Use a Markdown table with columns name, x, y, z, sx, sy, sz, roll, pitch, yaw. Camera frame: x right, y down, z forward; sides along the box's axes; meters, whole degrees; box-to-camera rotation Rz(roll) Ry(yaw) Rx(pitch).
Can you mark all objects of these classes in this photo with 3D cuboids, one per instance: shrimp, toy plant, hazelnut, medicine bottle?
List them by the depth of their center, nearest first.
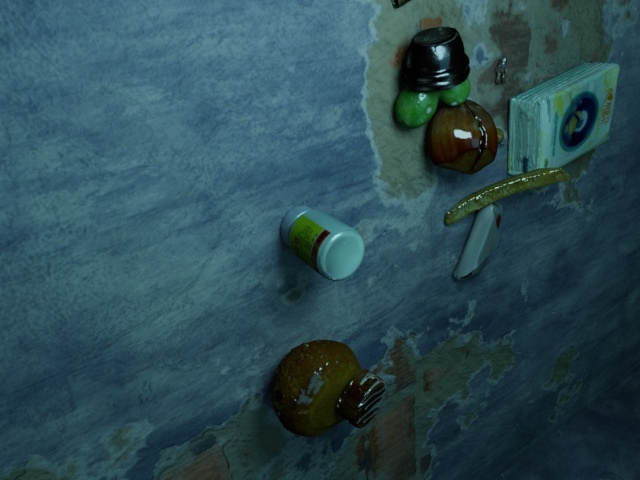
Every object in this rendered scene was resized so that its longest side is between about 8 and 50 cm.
| name | x | y | z | sx | sy | sz | roll | pitch | yaw |
| --- | --- | --- | --- | --- | --- | --- | --- | --- | --- |
| medicine bottle | 0.000 | 0.000 | 1.190 | 0.139 | 0.225 | 0.139 | -14 | 118 | -28 |
| toy plant | 0.298 | -0.425 | 1.241 | 0.217 | 0.175 | 0.235 | -19 | 132 | -5 |
| hazelnut | 0.416 | -0.305 | 1.362 | 0.212 | 0.181 | 0.181 | -4 | 132 | -21 |
| shrimp | 0.561 | -0.525 | 1.453 | 0.038 | 0.029 | 0.092 | -30 | 128 | -20 |

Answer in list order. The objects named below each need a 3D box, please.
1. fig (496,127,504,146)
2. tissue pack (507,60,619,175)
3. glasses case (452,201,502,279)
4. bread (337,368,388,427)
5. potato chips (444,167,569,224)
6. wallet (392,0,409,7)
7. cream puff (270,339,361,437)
| name | x | y | z | sx | sy | sz | roll | pitch | yaw |
| --- | --- | --- | --- | --- | --- | --- | --- | --- | --- |
| fig | 0.587 | -0.336 | 1.543 | 0.083 | 0.050 | 0.050 | 27 | 94 | -48 |
| tissue pack | 0.823 | -0.411 | 1.593 | 0.387 | 0.162 | 0.288 | -27 | 126 | -20 |
| glasses case | 0.578 | 0.004 | 1.660 | 0.128 | 0.083 | 0.308 | 6 | 107 | -34 |
| bread | 0.123 | 0.446 | 1.321 | 0.160 | 0.073 | 0.161 | -27 | 128 | -40 |
| potato chips | 0.597 | -0.159 | 1.544 | 0.406 | 0.080 | 0.057 | -22 | 119 | 13 |
| wallet | 0.249 | -0.685 | 1.177 | 0.198 | 0.031 | 0.110 | -38 | 125 | -14 |
| cream puff | -0.018 | 0.421 | 1.376 | 0.303 | 0.212 | 0.303 | -20 | 122 | -36 |
